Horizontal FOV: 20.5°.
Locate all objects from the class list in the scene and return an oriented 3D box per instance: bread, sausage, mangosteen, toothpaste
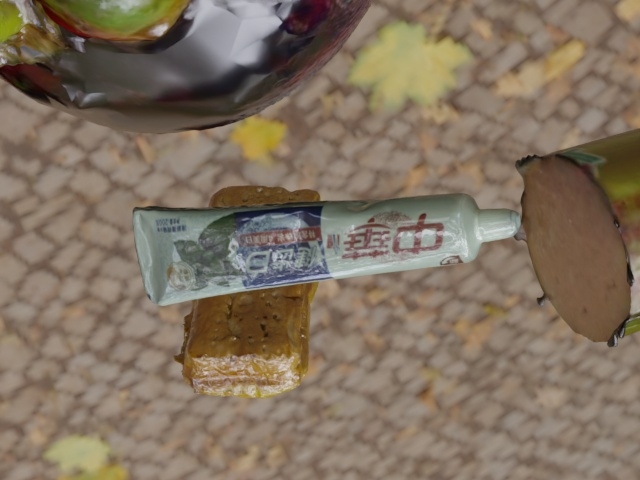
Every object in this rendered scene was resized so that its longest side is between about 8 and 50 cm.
[{"bbox_3d":[-0.072,0.048,1.805,0.139,0.271,0.077,0,132,4],"label":"bread"},{"bbox_3d":[0.284,-0.034,1.063,0.317,0.125,0.117,-17,127,-14],"label":"sausage"},{"bbox_3d":[-0.114,-0.186,1.020,0.306,0.360,0.306,13,139,11],"label":"mangosteen"},{"bbox_3d":[0.000,0.000,1.010,0.233,0.060,0.038,-5,-174,20],"label":"toothpaste"}]
